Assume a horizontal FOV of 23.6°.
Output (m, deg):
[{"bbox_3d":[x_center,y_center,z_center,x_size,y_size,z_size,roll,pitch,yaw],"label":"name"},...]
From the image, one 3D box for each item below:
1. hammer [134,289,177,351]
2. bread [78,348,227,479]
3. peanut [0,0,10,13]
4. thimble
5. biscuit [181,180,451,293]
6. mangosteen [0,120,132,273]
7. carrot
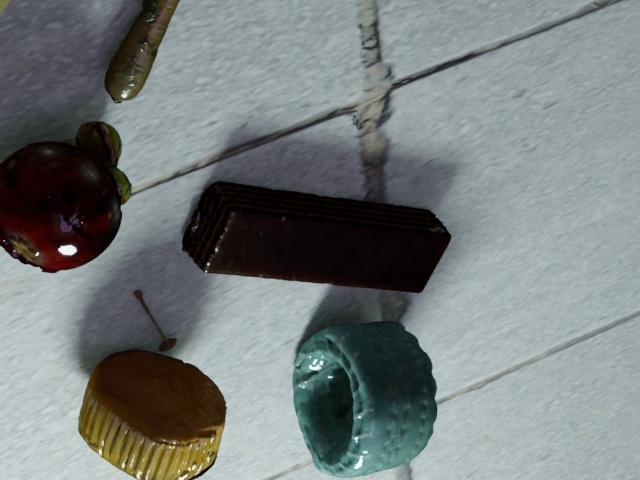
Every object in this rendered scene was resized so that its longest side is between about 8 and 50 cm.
[{"bbox_3d":[-0.225,0.107,2.060,0.029,0.014,0.123,-36,136,-12],"label":"hammer"},{"bbox_3d":[-0.220,0.229,2.037,0.199,0.199,0.104,-2,127,-31],"label":"bread"},{"bbox_3d":[-0.406,-0.238,1.556,0.147,0.147,0.305,15,123,-40],"label":"peanut"},{"bbox_3d":[0.062,0.232,2.209,0.143,0.198,0.235,-5,112,-34],"label":"thimble"},{"bbox_3d":[0.000,0.000,2.060,0.388,0.073,0.107,7,122,-36],"label":"biscuit"},{"bbox_3d":[-0.296,-0.050,1.777,0.180,0.166,0.166,-44,144,-30],"label":"mangosteen"},{"bbox_3d":[-0.179,-0.264,1.734,0.049,0.049,0.254,15,115,-40],"label":"carrot"}]
